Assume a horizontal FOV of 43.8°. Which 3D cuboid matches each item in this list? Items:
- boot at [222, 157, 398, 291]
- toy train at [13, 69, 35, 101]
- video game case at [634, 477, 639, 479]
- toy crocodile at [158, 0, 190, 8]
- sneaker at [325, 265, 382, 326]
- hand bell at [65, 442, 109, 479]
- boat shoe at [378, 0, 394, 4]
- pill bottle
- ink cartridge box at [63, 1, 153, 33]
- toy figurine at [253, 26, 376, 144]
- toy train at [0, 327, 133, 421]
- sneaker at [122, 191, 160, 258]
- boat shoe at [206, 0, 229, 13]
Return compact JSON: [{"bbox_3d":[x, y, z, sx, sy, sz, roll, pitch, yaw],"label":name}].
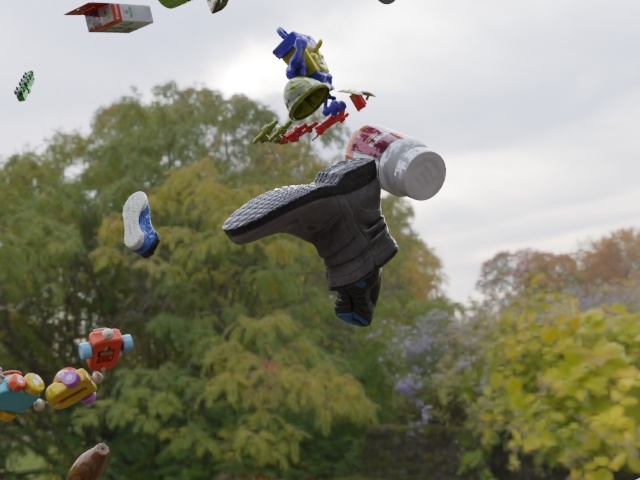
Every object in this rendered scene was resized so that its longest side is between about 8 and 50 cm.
[{"bbox_3d":[0.000,0.000,1.462,0.338,0.222,0.118,-24,20,-25],"label":"boot"},{"bbox_3d":[-0.496,-0.260,1.341,0.017,0.083,0.023,-11,-52,6],"label":"toy train"},{"bbox_3d":[0.339,0.224,0.569,0.269,0.061,0.244,30,-53,-26],"label":"video game case"},{"bbox_3d":[-0.346,-0.575,1.449,0.115,0.340,0.105,-24,20,41],"label":"toy crocodile"},{"bbox_3d":[0.087,0.070,1.899,0.125,0.139,0.341,15,-32,8],"label":"sneaker"},{"bbox_3d":[-0.355,0.358,1.096,0.126,0.126,0.242,7,-51,-51],"label":"hand bell"},{"bbox_3d":[0.151,-0.658,1.988,0.079,0.081,0.227,-4,-27,11],"label":"boat shoe"},{"bbox_3d":[0.150,-0.157,1.612,0.121,0.121,0.221,1,17,-30],"label":"pill bottle"},{"bbox_3d":[-0.311,-0.327,1.174,0.063,0.029,0.115,-8,6,38],"label":"ink cartridge box"},{"bbox_3d":[-0.057,-0.335,1.624,0.191,0.217,0.362,-32,-4,24],"label":"toy figurine"},{"bbox_3d":[-0.298,0.140,0.884,0.166,0.046,0.125,-10,-42,-29],"label":"toy train"},{"bbox_3d":[-0.402,-0.031,1.806,0.058,0.152,0.084,-17,-34,14],"label":"sneaker"},{"bbox_3d":[-0.197,-0.497,1.570,0.050,0.045,0.135,-35,3,-32],"label":"boat shoe"}]
